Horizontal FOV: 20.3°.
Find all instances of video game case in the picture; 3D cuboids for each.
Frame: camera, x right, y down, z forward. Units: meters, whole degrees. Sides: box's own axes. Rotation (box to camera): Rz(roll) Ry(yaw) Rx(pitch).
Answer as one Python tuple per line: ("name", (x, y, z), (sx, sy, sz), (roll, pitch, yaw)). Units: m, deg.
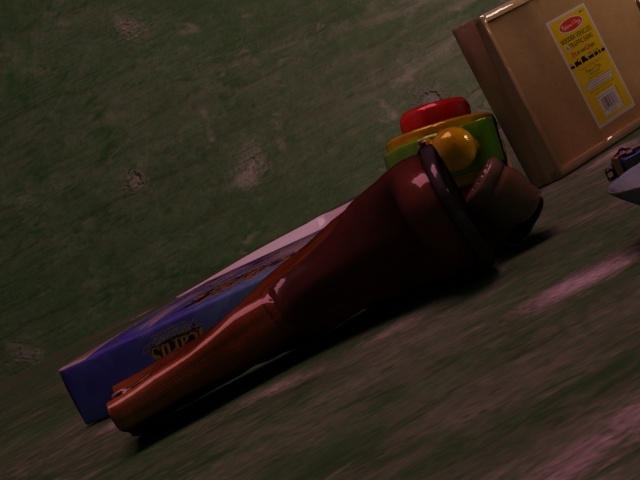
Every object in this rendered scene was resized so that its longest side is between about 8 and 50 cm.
("video game case", (-0.064, 0.057, 1.600), (0.269, 0.061, 0.244), (-25, 5, 36))

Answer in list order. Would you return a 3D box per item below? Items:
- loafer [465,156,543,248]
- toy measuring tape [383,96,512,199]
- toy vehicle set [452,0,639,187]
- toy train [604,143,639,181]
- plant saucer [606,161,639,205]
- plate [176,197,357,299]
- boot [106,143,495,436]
("loafer", (0.130, -0.018, 1.287), (0.056, 0.050, 0.148), (-58, -9, -4))
("toy measuring tape", (0.127, -0.074, 1.754), (0.121, 0.121, 0.330), (-27, -5, 7))
("toy vehicle set", (0.247, -0.170, 1.718), (0.035, 0.166, 0.267), (-24, 4, 43))
("toy train", (0.277, -0.080, 1.278), (0.158, 0.027, 0.036), (-27, 14, -3))
("plant saucer", (0.250, -0.055, 0.964), (0.195, 0.037, 0.195), (-28, 3, 2))
("plate", (0.000, 0.000, 2.157), (0.277, 0.045, 0.278), (-29, 3, -41))
("boot", (-0.030, 0.041, 1.245), (0.280, 0.096, 0.264), (-29, 3, -9))
